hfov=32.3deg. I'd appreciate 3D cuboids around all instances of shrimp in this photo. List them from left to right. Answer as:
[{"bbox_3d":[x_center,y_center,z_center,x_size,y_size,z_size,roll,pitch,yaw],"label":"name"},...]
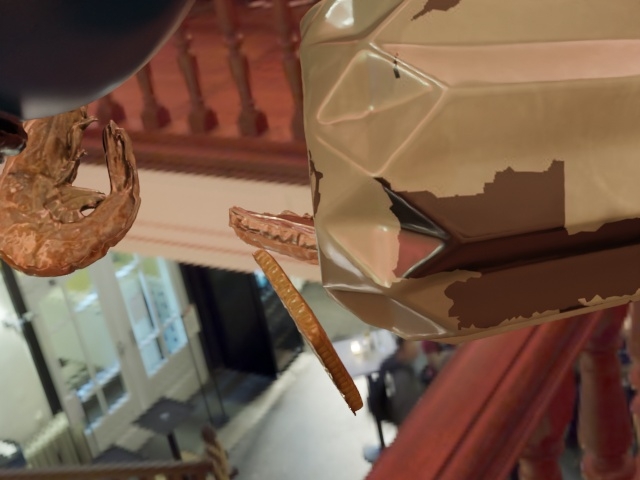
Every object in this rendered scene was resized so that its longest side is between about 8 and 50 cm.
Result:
[{"bbox_3d":[-0.208,-0.068,0.949,0.126,0.047,0.223,8,64,5],"label":"shrimp"}]

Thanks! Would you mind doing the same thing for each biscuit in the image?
[{"bbox_3d":[-0.010,0.125,1.485,0.029,0.254,0.172,-33,57,-5],"label":"biscuit"}]

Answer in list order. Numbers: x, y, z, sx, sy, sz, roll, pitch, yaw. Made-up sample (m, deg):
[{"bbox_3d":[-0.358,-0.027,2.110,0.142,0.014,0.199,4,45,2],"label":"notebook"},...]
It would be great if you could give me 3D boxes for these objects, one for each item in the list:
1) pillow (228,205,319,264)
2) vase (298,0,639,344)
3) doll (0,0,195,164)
[{"bbox_3d":[0.000,0.000,0.978,0.126,0.043,0.232,13,1,9],"label":"pillow"},{"bbox_3d":[0.176,-0.048,0.443,0.360,0.165,0.165,-5,28,2],"label":"vase"},{"bbox_3d":[-0.143,-0.154,0.375,0.240,0.284,0.310,6,-1,-11],"label":"doll"}]
